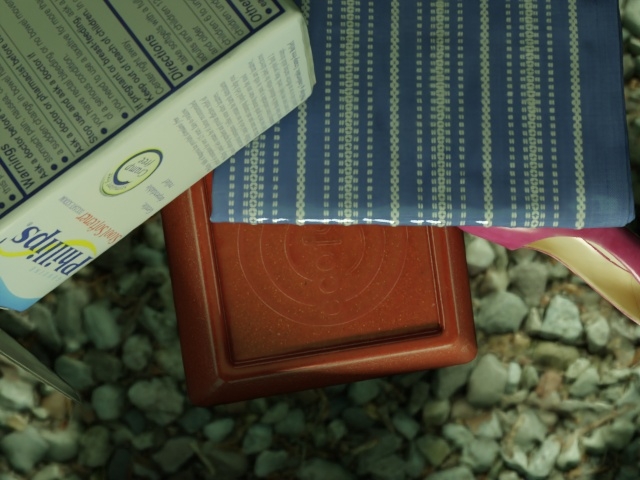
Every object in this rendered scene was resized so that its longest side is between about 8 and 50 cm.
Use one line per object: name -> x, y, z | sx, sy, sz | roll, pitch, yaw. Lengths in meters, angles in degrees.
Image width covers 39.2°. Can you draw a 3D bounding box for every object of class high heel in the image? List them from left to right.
high heel -> 0.222, 0.026, 0.768 | 0.244, 0.082, 0.117 | 7, 81, -21

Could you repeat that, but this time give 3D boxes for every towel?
towel -> 0.083, -0.127, 0.725 | 0.335, 0.040, 0.243 | 1, 77, -2

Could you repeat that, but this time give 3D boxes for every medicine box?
medicine box -> -0.196, -0.142, 0.635 | 0.289, 0.149, 0.263 | -37, 79, -3

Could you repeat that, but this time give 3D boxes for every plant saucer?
plant saucer -> 0.000, 0.000, 0.754 | 0.259, 0.048, 0.259 | -8, 94, -6

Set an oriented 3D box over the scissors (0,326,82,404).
scissors -> -0.322, 0.044, 0.729 | 0.109, 0.021, 0.297 | -37, 98, -7
